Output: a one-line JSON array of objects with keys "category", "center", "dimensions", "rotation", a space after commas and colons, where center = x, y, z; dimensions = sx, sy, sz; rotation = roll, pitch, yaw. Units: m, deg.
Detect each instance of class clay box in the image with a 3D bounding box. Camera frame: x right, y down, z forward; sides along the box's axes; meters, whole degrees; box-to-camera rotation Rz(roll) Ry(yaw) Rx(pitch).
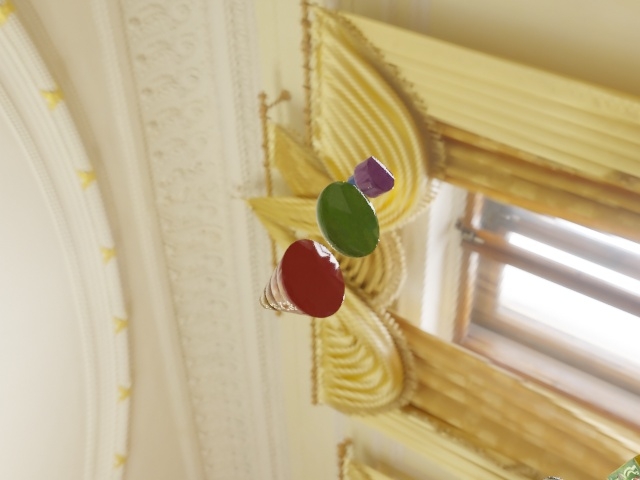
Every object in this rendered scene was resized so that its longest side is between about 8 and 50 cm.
[{"category": "clay box", "center": [0.584, 0.341, 1.559], "dimensions": [0.222, 0.053, 0.127], "rotation": [-22, -24, -15]}]

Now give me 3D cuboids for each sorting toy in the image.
[{"category": "sorting toy", "center": [0.000, 0.000, 1.526], "dimensions": [0.127, 0.126, 0.365], "rotation": [48, -137, -16]}]

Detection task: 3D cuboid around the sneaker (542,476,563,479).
[{"category": "sneaker", "center": [0.249, 0.343, 1.051], "dimensions": [0.075, 0.057, 0.161], "rotation": [4, -83, -81]}]
